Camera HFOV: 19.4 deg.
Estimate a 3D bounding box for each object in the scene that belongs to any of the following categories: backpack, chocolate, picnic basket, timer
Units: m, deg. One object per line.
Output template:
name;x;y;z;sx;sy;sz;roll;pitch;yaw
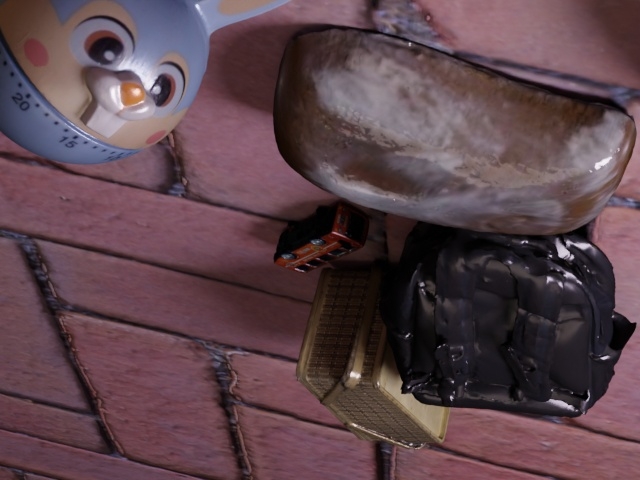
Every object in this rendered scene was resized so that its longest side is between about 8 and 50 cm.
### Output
backpack;0.145;0.054;1.473;0.206;0.133;0.258;8;148;10
chocolate;0.084;-0.057;1.306;0.254;0.080;0.157;16;156;1
picnic basket;0.054;0.102;1.629;0.079;0.115;0.164;0;152;28
timer;-0.116;-0.133;1.170;0.255;0.175;0.175;-10;145;43

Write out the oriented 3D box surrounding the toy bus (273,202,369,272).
toy bus;0.000;0.000;1.545;0.043;0.031;0.110;24;157;-22
